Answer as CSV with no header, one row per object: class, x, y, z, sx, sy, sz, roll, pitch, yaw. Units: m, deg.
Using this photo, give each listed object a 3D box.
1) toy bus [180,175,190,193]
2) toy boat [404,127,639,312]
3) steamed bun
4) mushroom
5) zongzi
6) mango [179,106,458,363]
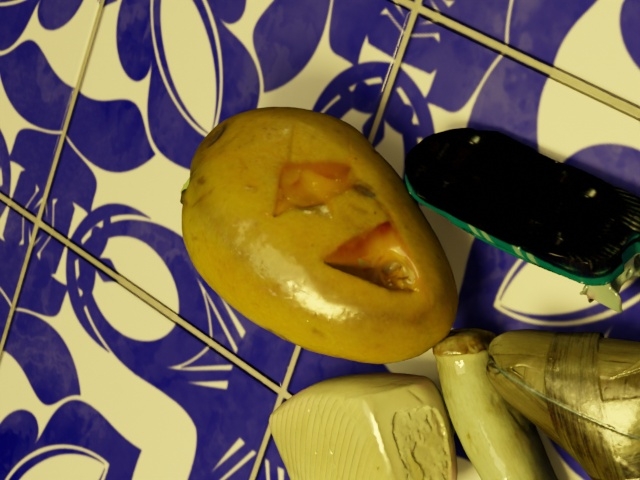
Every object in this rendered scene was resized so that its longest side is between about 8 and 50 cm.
toy bus,-0.090,-0.026,2.067,0.088,0.101,0.175,-48,63,34
toy boat,0.214,-0.022,1.811,0.299,0.134,0.092,30,144,41
steamed bun,0.062,0.226,1.921,0.238,0.152,0.170,-19,88,58
mushroom,0.201,0.232,1.826,0.081,0.100,0.312,-35,68,32
zongzi,0.273,0.213,1.752,0.221,0.112,0.242,7,97,32
mango,0.000,0.000,1.885,0.365,0.253,0.182,42,151,24
